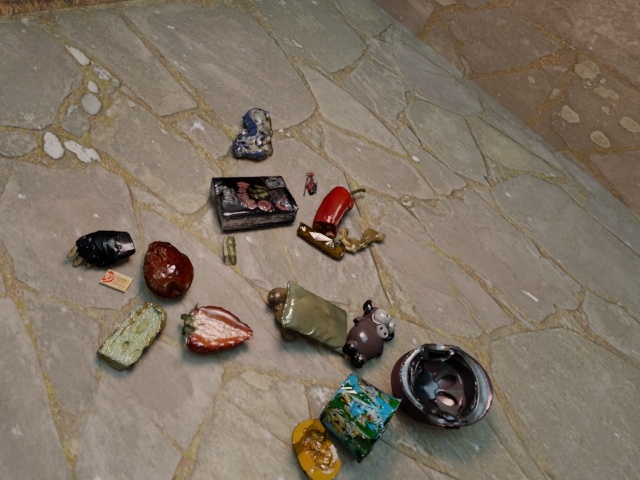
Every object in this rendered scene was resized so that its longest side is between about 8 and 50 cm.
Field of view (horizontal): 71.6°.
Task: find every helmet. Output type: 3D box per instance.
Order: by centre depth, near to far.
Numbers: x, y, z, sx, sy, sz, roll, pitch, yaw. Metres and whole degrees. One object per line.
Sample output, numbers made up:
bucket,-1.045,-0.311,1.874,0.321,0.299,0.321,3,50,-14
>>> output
helmet,0.390,0.502,1.518,0.338,0.197,0.271,13,60,-16

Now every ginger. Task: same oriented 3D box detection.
ginger,-0.130,0.266,1.603,0.104,0.080,0.204,6,54,-53
ginger,0.174,-0.002,1.918,0.193,0.052,0.176,20,51,8

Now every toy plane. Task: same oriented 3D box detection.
toy plane,-0.045,-0.261,2.050,0.060,0.037,0.145,5,57,-1

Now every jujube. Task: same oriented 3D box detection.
jujube,-0.544,0.095,1.572,0.168,0.168,0.236,-15,45,-26

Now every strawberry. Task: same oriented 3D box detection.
strawberry,-0.352,0.300,1.506,0.228,0.098,0.174,-2,56,-22

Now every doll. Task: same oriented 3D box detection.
doll,0.180,0.339,1.619,0.257,0.117,0.182,-39,102,-34

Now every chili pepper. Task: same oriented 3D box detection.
chili pepper,0.076,-0.166,1.952,0.131,0.134,0.338,14,52,23

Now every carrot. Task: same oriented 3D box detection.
carrot,-0.001,0.001,1.856,0.229,0.069,0.069,32,52,8

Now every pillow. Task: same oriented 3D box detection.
pillow,-0.018,0.276,1.585,0.302,0.075,0.185,32,45,-28

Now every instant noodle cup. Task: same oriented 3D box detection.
instant noodle cup,0.115,0.541,1.392,0.178,0.240,0.240,36,53,14

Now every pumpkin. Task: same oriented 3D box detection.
pumpkin,-0.019,0.633,1.352,0.119,0.107,0.183,-22,79,-20

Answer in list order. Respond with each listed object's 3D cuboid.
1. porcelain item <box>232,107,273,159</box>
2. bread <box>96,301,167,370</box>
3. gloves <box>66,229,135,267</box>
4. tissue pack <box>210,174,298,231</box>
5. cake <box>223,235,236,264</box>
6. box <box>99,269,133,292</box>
porcelain item,-0.319,-0.498,2.095,0.186,0.138,0.288,-6,59,0
bread,-0.595,0.308,1.436,0.128,0.088,0.232,24,57,13
gloves,-0.782,0.031,1.569,0.203,0.124,0.164,-15,42,-35
tissue pack,-0.283,-0.167,1.859,0.332,0.123,0.245,-7,51,-25
cake,-0.355,0.026,1.734,0.051,0.055,0.140,-5,54,-12
box,-0.717,0.142,1.560,0.093,0.015,0.058,22,50,-1
